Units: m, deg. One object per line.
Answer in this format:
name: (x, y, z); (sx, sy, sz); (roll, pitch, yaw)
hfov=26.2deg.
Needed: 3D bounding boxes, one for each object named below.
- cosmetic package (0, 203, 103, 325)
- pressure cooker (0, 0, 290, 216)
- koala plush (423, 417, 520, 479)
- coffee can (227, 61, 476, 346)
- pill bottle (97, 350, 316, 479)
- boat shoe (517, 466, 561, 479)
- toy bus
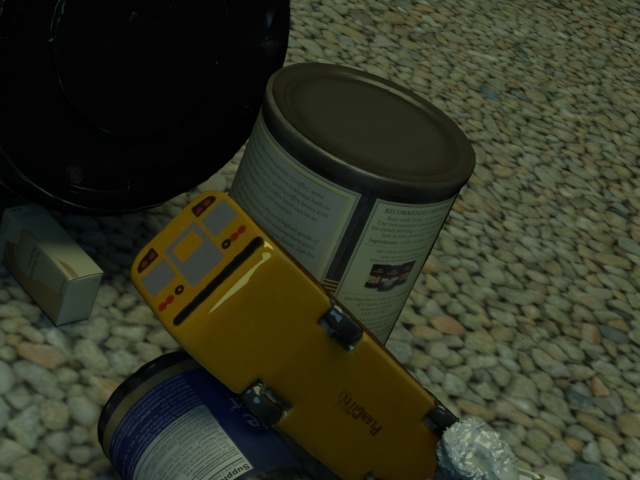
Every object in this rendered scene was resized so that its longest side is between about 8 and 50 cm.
cosmetic package: (-0.260, 0.022, 1.306); (0.041, 0.060, 0.115); (-14, 45, -44)
pressure cooker: (-0.278, -0.243, 1.380); (0.376, 0.369, 0.420); (-3, 22, -39)
koala plush: (0.146, 0.268, 1.089); (0.221, 0.196, 0.203); (34, 21, 19)
coffee can: (0.000, 0.000, 1.300); (0.202, 0.275, 0.201); (17, 31, -11)
pill bottle: (-0.075, 0.199, 1.091); (0.123, 0.122, 0.219); (-8, 43, -42)
boat shoe: (0.233, 0.260, 1.227); (0.277, 0.098, 0.096); (25, 31, 6)
toy bus: (-0.007, 0.104, 1.145); (0.332, 0.108, 0.130); (45, -1, -44)
